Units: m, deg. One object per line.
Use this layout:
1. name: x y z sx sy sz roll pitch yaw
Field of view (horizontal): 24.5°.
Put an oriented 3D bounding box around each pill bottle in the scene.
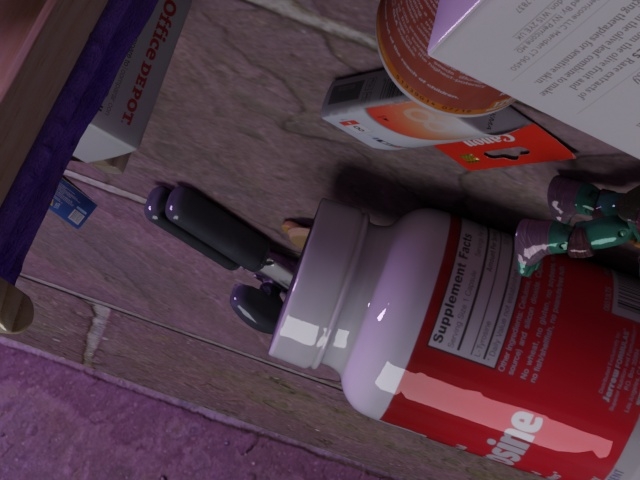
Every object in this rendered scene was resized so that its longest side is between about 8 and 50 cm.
1. pill bottle: 0.113 -0.165 0.919 0.121 0.121 0.216 20 163 -5
2. pill bottle: 0.165 0.102 1.515 0.408 0.229 0.229 19 163 -1

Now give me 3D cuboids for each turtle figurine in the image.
1. turtle figurine: 0.294 -0.003 1.261 0.234 0.118 0.175 9 -159 33

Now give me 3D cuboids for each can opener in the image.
1. can opener: -0.108 0.033 1.807 0.076 0.095 0.283 2 156 42

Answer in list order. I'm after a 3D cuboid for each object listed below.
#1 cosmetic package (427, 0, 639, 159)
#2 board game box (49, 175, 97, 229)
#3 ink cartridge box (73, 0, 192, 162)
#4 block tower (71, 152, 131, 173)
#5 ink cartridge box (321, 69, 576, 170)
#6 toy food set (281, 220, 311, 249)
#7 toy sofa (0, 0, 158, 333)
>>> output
1. cosmetic package: 0.257 -0.123 0.743 0.366 0.197 0.155 22 150 -16
2. board game box: -0.322 -0.097 1.445 0.136 0.035 0.201 36 176 40
3. ink cartridge box: -0.223 -0.176 1.184 0.208 0.153 0.087 29 159 -35
4. block tower: -0.291 -0.176 1.358 0.097 0.091 0.335 9 160 32
5. ink cartridge box: 0.110 -0.091 1.286 0.179 0.045 0.145 32 159 -31
6. toy food set: 0.000 0.000 1.721 0.082 0.020 0.083 31 158 -37
7. toy sofa: -0.186 -0.109 0.999 0.150 0.362 0.177 1 149 43
